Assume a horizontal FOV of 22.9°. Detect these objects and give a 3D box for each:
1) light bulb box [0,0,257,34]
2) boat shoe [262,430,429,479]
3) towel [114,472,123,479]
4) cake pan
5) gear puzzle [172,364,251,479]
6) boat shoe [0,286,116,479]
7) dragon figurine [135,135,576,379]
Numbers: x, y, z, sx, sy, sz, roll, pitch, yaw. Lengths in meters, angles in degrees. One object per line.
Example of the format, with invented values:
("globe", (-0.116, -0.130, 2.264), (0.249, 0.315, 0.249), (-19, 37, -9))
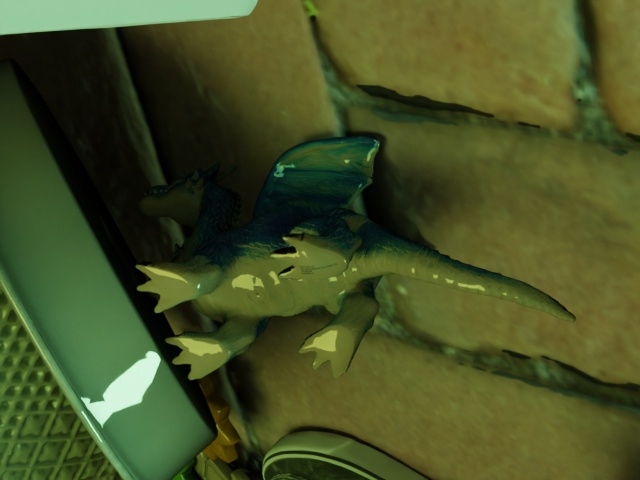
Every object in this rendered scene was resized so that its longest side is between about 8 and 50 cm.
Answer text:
("light bulb box", (-0.158, -0.297, 0.491), (0.361, 0.225, 0.358), (32, 114, 22))
("boat shoe", (0.038, 0.185, 0.997), (0.219, 0.070, 0.077), (18, 136, 37))
("towel", (-0.187, 0.177, 1.285), (0.083, 0.009, 0.060), (1, 123, 47))
("cake pan", (-0.142, 0.017, 0.927), (0.293, 0.054, 0.293), (61, 177, 6))
("gear puzzle", (-0.093, 0.204, 1.150), (0.175, 0.044, 0.339), (44, 148, 27))
("boat shoe", (-0.269, 0.066, 1.108), (0.156, 0.187, 0.500), (43, 159, 38))
("dragon figurine", (0.000, 0.000, 0.841), (0.289, 0.144, 0.085), (-10, 117, 31))
